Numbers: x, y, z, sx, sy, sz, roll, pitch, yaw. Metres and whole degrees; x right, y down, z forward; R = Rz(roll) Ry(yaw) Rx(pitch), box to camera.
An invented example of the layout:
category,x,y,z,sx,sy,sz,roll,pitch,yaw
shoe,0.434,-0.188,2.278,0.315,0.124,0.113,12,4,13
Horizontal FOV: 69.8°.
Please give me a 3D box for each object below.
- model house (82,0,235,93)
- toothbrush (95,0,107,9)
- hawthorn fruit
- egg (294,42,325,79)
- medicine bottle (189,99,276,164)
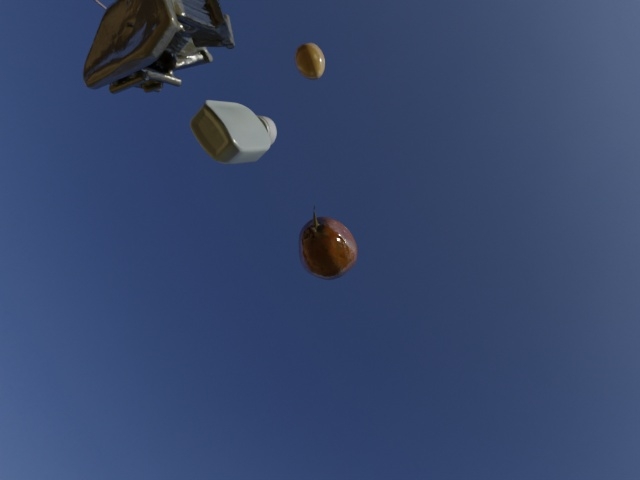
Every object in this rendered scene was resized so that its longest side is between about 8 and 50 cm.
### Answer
category,x,y,z,sx,sy,sz,roll,pitch,yaw
model house,-0.242,-0.308,0.721,0.229,0.188,0.123,-8,-86,36
toothbrush,-0.487,-0.527,1.043,0.008,0.097,0.006,-11,-109,24
hawthorn fruit,0.000,0.005,1.088,0.149,0.149,0.189,-34,-70,21
egg,-0.028,-0.471,1.216,0.080,0.080,0.097,-14,-100,19
medicine bottle,-0.157,-0.209,0.886,0.069,0.183,0.119,-40,-96,29
